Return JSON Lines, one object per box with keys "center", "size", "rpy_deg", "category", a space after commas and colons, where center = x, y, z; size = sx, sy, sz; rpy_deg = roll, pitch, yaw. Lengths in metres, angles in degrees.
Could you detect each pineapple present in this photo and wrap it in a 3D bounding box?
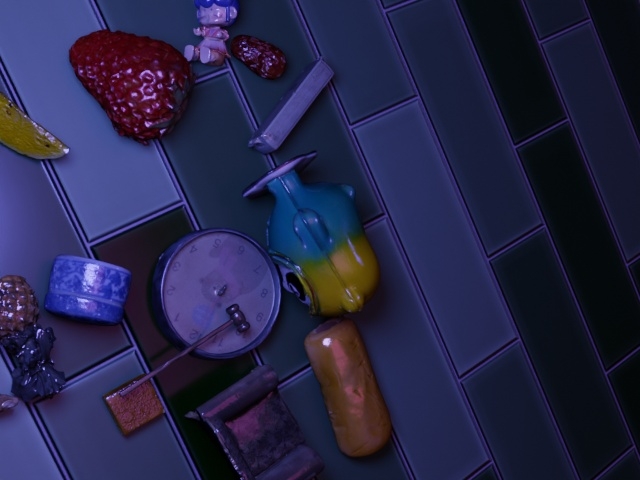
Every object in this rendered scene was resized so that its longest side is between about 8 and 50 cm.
{"center": [-0.537, 0.182, 1.490], "size": [0.111, 0.119, 0.237], "rpy_deg": [-27, 93, -27], "category": "pineapple"}

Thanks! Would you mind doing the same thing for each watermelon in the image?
{"center": [-0.565, -0.206, 1.529], "size": [0.181, 0.092, 0.075], "rpy_deg": [43, 81, -27], "category": "watermelon"}

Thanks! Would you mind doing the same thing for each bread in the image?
{"center": [-0.365, 0.320, 1.610], "size": [0.094, 0.035, 0.090], "rpy_deg": [-28, 98, -28], "category": "bread"}
{"center": [0.066, 0.322, 1.813], "size": [0.142, 0.091, 0.305], "rpy_deg": [-23, 97, -33], "category": "bread"}

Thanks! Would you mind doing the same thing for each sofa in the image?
{"center": [-0.118, 0.396, 1.651], "size": [0.200, 0.182, 0.258], "rpy_deg": [-31, 99, -28], "category": "sofa"}

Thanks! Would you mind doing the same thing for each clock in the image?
{"center": [-0.210, 0.110, 1.704], "size": [0.281, 0.055, 0.280], "rpy_deg": [3, 83, -28], "category": "clock"}

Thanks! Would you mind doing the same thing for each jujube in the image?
{"center": [-0.136, -0.400, 1.785], "size": [0.129, 0.077, 0.077], "rpy_deg": [24, 74, -22], "category": "jujube"}

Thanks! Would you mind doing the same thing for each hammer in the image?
{"center": [-0.267, 0.223, 1.618], "size": [0.292, 0.029, 0.058], "rpy_deg": [-33, 98, -25], "category": "hammer"}

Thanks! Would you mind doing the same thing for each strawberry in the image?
{"center": [-0.373, -0.318, 1.610], "size": [0.244, 0.205, 0.205], "rpy_deg": [29, 71, 0], "category": "strawberry"}

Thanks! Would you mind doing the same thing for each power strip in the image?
{"center": [-0.063, -0.292, 1.810], "size": [0.052, 0.078, 0.272], "rpy_deg": [42, 67, -20], "category": "power strip"}

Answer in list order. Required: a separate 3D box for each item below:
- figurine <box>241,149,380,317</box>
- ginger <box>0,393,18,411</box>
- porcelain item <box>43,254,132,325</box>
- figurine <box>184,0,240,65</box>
{"center": [0.000, 0.000, 1.712], "size": [0.231, 0.323, 0.340], "rpy_deg": [-30, 90, 2], "category": "figurine"}
{"center": [-0.672, 0.244, 1.433], "size": [0.288, 0.075, 0.089], "rpy_deg": [29, 49, -18], "category": "ginger"}
{"center": [-0.433, 0.097, 1.533], "size": [0.147, 0.147, 0.114], "rpy_deg": [16, 79, -26], "category": "porcelain item"}
{"center": [-0.226, -0.462, 1.727], "size": [0.102, 0.111, 0.195], "rpy_deg": [-1, 104, -67], "category": "figurine"}
